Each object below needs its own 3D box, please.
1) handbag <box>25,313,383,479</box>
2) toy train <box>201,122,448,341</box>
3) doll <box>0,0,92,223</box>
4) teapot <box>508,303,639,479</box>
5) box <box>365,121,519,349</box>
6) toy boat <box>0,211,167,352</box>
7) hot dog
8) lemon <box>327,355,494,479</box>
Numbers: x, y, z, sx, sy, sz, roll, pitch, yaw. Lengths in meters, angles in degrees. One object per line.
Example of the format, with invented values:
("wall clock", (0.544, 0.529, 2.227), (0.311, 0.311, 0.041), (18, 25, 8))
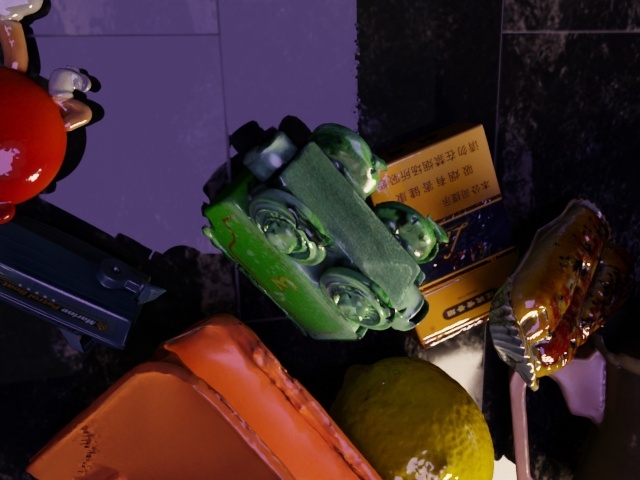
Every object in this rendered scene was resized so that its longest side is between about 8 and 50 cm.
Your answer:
("handbag", (-0.078, 0.302, 0.567), (0.303, 0.116, 0.410), (-40, 91, 28))
("toy train", (0.000, 0.000, 0.568), (0.243, 0.188, 0.132), (49, 57, -19))
("doll", (-0.312, -0.124, 0.525), (0.183, 0.085, 0.217), (-18, 90, -10))
("teapot", (0.447, 0.267, 0.716), (0.376, 0.305, 0.362), (-2, 97, 18))
("box", (0.147, -0.006, 0.666), (0.152, 0.070, 0.237), (-23, 106, -6))
("toy boat", (-0.294, 0.033, 0.562), (0.246, 0.093, 0.103), (30, 118, -18))
("hot dog", (0.294, 0.058, 0.655), (0.270, 0.081, 0.163), (-37, 113, -33))
("lemon", (0.104, 0.245, 0.650), (0.192, 0.192, 0.231), (-32, 70, -3))
